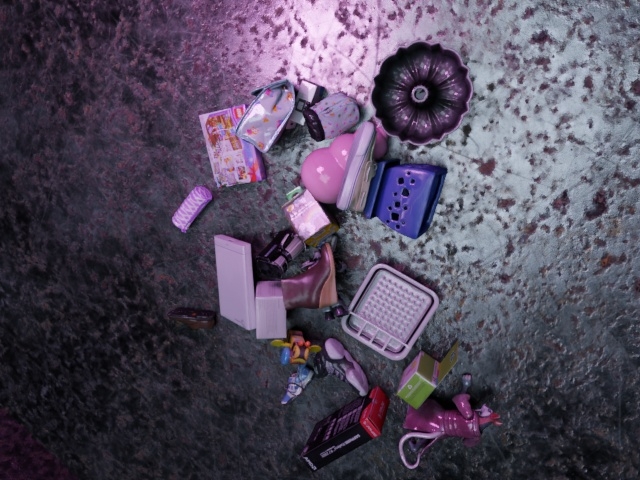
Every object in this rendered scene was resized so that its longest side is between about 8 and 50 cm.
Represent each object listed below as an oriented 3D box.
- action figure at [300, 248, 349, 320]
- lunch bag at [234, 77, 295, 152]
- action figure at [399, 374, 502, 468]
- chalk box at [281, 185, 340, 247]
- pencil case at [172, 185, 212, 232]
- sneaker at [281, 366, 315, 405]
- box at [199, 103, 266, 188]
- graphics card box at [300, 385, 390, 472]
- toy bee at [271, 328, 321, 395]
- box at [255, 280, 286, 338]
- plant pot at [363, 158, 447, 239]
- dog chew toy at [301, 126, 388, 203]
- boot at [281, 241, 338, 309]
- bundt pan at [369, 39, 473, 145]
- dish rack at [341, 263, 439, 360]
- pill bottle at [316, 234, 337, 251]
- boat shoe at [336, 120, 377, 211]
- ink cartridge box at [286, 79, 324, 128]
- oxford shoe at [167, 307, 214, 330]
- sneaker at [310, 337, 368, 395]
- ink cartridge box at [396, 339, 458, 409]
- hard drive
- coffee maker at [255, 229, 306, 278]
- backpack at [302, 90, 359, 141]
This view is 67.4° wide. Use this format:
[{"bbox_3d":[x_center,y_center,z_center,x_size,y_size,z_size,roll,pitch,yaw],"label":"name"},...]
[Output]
[{"bbox_3d":[0.023,0.168,1.878,0.186,0.099,0.284,-21,79,27],"label":"action figure"},{"bbox_3d":[-0.184,-0.455,1.693,0.160,0.223,0.262,30,100,-12],"label":"lunch bag"},{"bbox_3d":[0.487,0.679,1.804,0.370,0.276,0.247,-18,93,35],"label":"action figure"},{"bbox_3d":[-0.047,-0.101,1.788,0.132,0.132,0.213,-35,72,10],"label":"chalk box"},{"bbox_3d":[-0.530,-0.130,1.978,0.206,0.086,0.088,-49,53,24],"label":"pencil case"},{"bbox_3d":[-0.106,0.622,2.068,0.081,0.080,0.211,40,103,10],"label":"sneaker"},{"bbox_3d":[-0.340,-0.363,1.872,0.201,0.057,0.293,-7,102,19],"label":"box"},{"bbox_3d":[0.103,0.765,1.953,0.371,0.233,0.094,-38,92,22],"label":"graphics card box"},{"bbox_3d":[-0.078,0.435,1.892,0.298,0.195,0.162,48,126,44],"label":"toy bee"},{"bbox_3d":[-0.198,0.274,1.924,0.119,0.181,0.181,-1,106,-5],"label":"box"},{"bbox_3d":[0.285,-0.158,1.649,0.212,0.236,0.235,20,109,18],"label":"plant pot"},{"bbox_3d":[0.094,-0.279,1.693,0.332,0.206,0.206,-37,92,15],"label":"dog chew toy"},{"bbox_3d":[-0.046,0.134,1.790,0.207,0.090,0.248,-5,87,3],"label":"boot"},{"bbox_3d":[0.337,-0.484,1.596,0.331,0.124,0.330,4,105,16],"label":"bundt pan"},{"bbox_3d":[0.267,0.269,1.852,0.286,0.072,0.332,30,111,8],"label":"dish rack"},{"bbox_3d":[0.000,0.000,1.862,0.120,0.067,0.066,15,109,13],"label":"pill bottle"},{"bbox_3d":[0.134,-0.234,1.566,0.094,0.109,0.302,12,115,-10],"label":"boat shoe"},{"bbox_3d":[-0.055,-0.477,1.729,0.060,0.104,0.180,25,111,8],"label":"ink cartridge box"},{"bbox_3d":[-0.577,0.358,2.133,0.228,0.083,0.096,7,111,16],"label":"oxford shoe"},{"bbox_3d":[0.072,0.542,1.976,0.153,0.101,0.268,-39,85,23],"label":"sneaker"},{"bbox_3d":[0.406,0.475,1.804,0.097,0.189,0.255,34,110,7],"label":"ink cartridge box"},{"bbox_3d":[-0.352,0.168,1.971,0.233,0.047,0.352,15,113,47],"label":"hard drive"},{"bbox_3d":[-0.168,0.055,1.855,0.171,0.178,0.120,-6,123,44],"label":"coffee maker"},{"bbox_3d":[0.042,-0.433,1.675,0.182,0.152,0.115,-31,57,-8],"label":"backpack"}]
